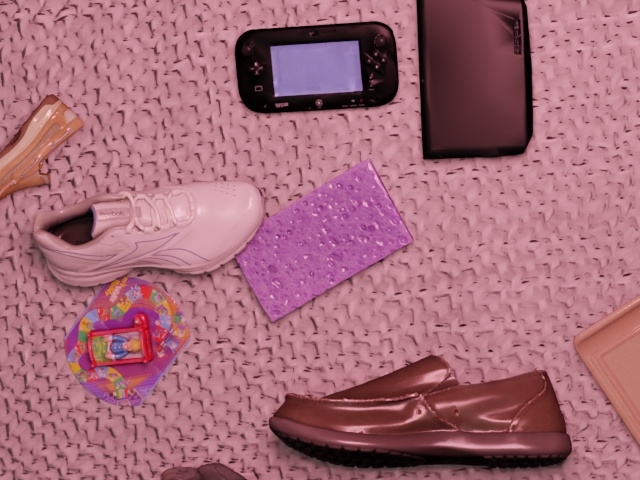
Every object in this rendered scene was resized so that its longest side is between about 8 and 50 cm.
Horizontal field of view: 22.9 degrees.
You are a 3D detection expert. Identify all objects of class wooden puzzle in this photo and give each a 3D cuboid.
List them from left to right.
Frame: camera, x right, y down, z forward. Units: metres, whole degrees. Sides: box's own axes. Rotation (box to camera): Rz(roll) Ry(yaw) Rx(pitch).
[{"bbox_3d":[0.456,0.155,1.901,0.221,0.044,0.238,-34,94,11],"label":"wooden puzzle"}]

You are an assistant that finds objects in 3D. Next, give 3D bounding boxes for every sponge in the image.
[{"bbox_3d":[0.000,0.000,1.964,0.210,0.031,0.117,-30,89,11],"label":"sponge"}]

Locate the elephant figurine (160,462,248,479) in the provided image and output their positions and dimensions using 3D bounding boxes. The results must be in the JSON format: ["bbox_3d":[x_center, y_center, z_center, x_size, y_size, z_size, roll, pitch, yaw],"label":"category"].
[{"bbox_3d":[-0.144,0.413,1.986,0.169,0.186,0.239,-8,110,-32],"label":"elephant figurine"}]

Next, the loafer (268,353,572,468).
[{"bbox_3d":[0.121,0.207,1.931,0.366,0.134,0.130,2,73,0],"label":"loafer"}]

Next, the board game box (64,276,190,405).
[{"bbox_3d":[-0.254,0.130,2.019,0.133,0.033,0.168,38,100,4],"label":"board game box"}]

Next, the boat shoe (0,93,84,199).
[{"bbox_3d":[-0.373,-0.093,2.003,0.072,0.068,0.190,39,101,-8],"label":"boat shoe"}]

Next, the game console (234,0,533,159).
[{"bbox_3d":[0.076,-0.201,1.925,0.361,0.044,0.213,-2,95,10],"label":"game console"}]

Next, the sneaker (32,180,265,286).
[{"bbox_3d":[-0.213,-0.015,1.939,0.297,0.129,0.111,-15,69,9],"label":"sneaker"}]
